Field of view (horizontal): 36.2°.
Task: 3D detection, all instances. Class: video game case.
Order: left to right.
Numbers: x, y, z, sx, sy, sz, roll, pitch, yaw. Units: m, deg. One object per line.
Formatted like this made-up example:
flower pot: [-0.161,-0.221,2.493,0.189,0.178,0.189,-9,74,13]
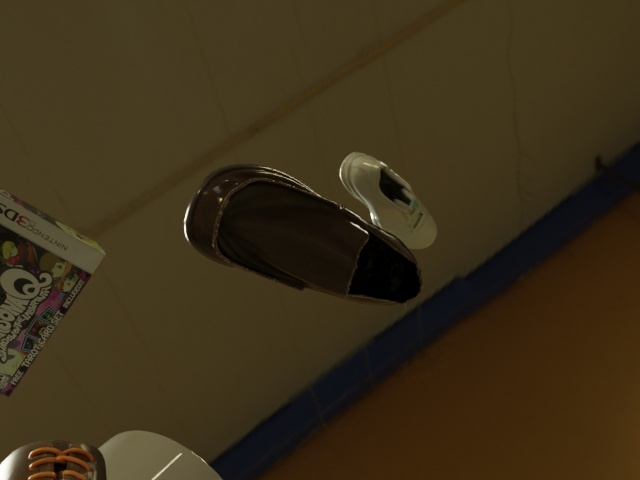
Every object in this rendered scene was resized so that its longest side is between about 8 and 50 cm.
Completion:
video game case: [-0.423,0.056,1.237,0.210,0.042,0.232,34,-87,-26]

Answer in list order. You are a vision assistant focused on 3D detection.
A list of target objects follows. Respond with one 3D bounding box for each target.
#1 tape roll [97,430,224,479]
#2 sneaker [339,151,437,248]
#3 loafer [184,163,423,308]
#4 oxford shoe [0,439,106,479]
tape roll: [-0.205,0.351,1.044,0.169,0.246,0.246,-37,-36,-49]
sneaker: [0.120,-0.050,1.470,0.212,0.094,0.080,40,-107,-35]
loafer: [0.000,0.000,1.225,0.366,0.130,0.134,15,-85,-40]
oxford shoe: [-0.218,0.216,0.739,0.130,0.363,0.133,14,-104,-19]
